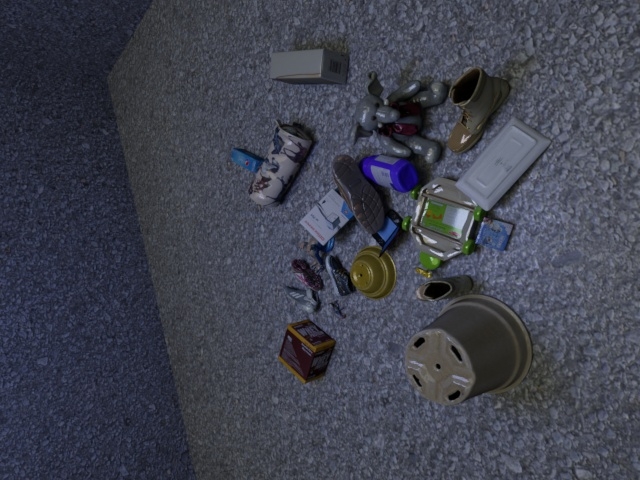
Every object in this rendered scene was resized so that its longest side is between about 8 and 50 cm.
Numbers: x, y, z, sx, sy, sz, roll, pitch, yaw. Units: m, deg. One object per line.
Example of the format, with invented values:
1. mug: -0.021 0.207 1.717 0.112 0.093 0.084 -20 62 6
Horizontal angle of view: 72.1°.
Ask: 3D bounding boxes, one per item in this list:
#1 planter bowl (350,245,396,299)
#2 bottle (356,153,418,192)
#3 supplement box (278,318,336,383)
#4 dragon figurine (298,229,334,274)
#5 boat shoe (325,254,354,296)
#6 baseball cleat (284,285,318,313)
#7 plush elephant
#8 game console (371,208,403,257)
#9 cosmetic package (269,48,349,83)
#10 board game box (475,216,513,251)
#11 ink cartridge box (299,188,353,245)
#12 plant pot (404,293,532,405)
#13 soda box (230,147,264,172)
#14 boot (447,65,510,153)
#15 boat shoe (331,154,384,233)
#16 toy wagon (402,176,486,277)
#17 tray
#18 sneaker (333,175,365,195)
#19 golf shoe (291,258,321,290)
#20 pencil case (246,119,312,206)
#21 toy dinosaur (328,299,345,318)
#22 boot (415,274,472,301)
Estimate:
1. planter bowl: 0.183 0.132 1.731 0.217 0.090 0.217 5 97 44
2. bottle: 0.233 -0.255 1.606 0.118 0.092 0.283 56 168 -30
3. supplement box: -0.063 0.492 1.973 0.191 0.129 0.194 33 116 37
4. dragon figurine: 0.000 0.000 1.895 0.085 0.144 0.289 19 88 43
5. boat shoe: 0.087 0.141 1.846 0.083 0.065 0.183 -21 86 41
6. baseball cleat: -0.081 0.247 2.022 0.206 0.072 0.109 36 102 33
7. plush elephant: 0.236 -0.427 1.510 0.330 0.255 0.271 21 108 41
8. game console: 0.244 -0.028 1.658 0.124 0.085 0.144 52 127 27
9. cosmetic package: -0.051 -0.716 1.825 0.309 0.160 0.113 17 106 43
10. board game box: 0.549 -0.021 1.392 0.090 0.020 0.090 18 108 16
11. ink cartridge box: 0.030 -0.092 1.773 0.139 0.082 0.190 44 90 0
12. plant pot: 0.431 0.354 1.366 0.334 0.305 0.333 5 98 44
13. soda box: -0.363 -0.403 2.212 0.210 0.071 0.067 32 116 37
14. boot: 0.446 -0.391 1.348 0.095 0.203 0.262 52 124 28
15. boat shoe: 0.142 -0.175 1.687 0.324 0.123 0.116 64 172 -2
16. toy wagon: 0.409 -0.039 1.514 0.267 0.068 0.344 27 112 40
17. tray: 0.548 -0.236 1.346 0.145 0.030 0.270 48 111 28
18. sneaker: 0.119 -0.204 1.779 0.162 0.063 0.073 -20 83 43
19. golf shoe: -0.060 0.165 1.995 0.186 0.067 0.086 45 154 26
20. pencil case: -0.197 -0.336 1.997 0.183 0.160 0.410 41 122 14
21. toy dinosaur: 0.076 0.300 1.899 0.082 0.047 0.090 67 165 4
22. boot: 0.383 0.169 1.489 0.213 0.165 0.077 -21 79 41
